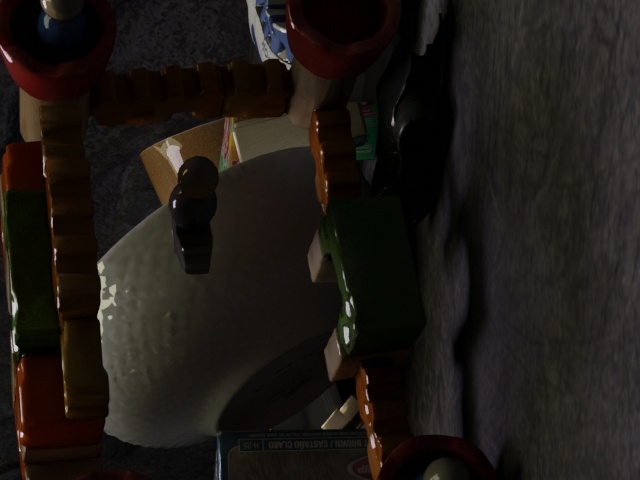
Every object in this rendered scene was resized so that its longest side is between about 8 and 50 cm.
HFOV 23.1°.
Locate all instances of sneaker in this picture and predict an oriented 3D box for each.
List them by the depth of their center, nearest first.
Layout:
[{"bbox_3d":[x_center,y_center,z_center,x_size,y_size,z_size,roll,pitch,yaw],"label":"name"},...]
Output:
[{"bbox_3d":[0.069,-0.089,1.228,0.170,0.051,0.089,105,163,-50],"label":"sneaker"},{"bbox_3d":[-0.031,-0.210,1.780,0.315,0.128,0.182,-105,17,-61],"label":"sneaker"}]

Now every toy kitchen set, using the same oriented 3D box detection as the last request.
[{"bbox_3d":[-0.007,-0.049,1.544,0.207,0.122,0.166,-109,4,-83],"label":"toy kitchen set"},{"bbox_3d":[0.048,0.204,1.596,0.083,0.075,0.068,-53,-19,24],"label":"toy kitchen set"}]

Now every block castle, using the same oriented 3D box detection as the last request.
[{"bbox_3d":[-0.066,0.023,1.089,0.213,0.303,0.453,112,151,-64],"label":"block castle"}]

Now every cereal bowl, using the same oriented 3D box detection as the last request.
[{"bbox_3d":[-0.066,0.078,1.426,0.141,0.339,0.339,52,157,23],"label":"cereal bowl"}]

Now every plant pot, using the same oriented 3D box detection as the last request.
[{"bbox_3d":[-0.089,-0.024,2.056,0.237,0.237,0.254,144,111,-83],"label":"plant pot"}]

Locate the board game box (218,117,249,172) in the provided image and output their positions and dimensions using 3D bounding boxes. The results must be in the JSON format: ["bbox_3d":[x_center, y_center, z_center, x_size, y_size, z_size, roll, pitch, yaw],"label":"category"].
[{"bbox_3d":[-0.100,-0.042,1.753,0.124,0.039,0.259,-96,10,-56],"label":"board game box"}]

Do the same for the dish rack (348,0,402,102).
[{"bbox_3d":[0.034,-0.300,1.410,0.332,0.072,0.285,-98,10,-49],"label":"dish rack"}]

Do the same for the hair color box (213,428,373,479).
[{"bbox_3d":[-0.018,0.290,1.509,0.347,0.174,0.105,101,167,-61],"label":"hair color box"}]

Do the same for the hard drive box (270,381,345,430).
[{"bbox_3d":[-0.037,0.131,1.848,0.232,0.089,0.181,-106,-2,-72],"label":"hard drive box"}]

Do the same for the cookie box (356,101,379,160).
[{"bbox_3d":[0.035,-0.148,1.566,0.107,0.040,0.091,94,171,-45],"label":"cookie box"}]
